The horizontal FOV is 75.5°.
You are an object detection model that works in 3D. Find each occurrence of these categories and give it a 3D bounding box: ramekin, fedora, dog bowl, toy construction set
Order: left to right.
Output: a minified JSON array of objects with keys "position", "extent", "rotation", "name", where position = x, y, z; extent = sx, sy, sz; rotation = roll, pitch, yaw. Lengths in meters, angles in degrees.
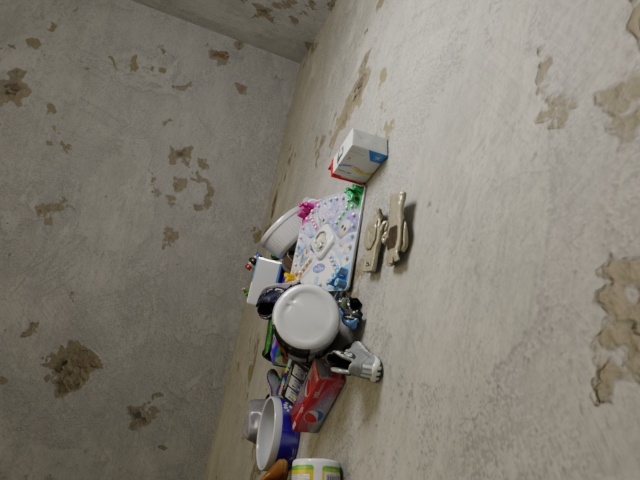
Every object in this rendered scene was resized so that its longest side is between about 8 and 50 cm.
[{"position":[-0.288,0.841,1.913],"extent":[0.276,0.124,0.244],"rotation":[-105,33,-59],"name":"fedora"},{"position":[-0.293,0.238,2.336],"extent":[0.237,0.257,0.309],"rotation":[59,-137,-45],"name":"toy construction set"},{"position":[-0.168,0.758,1.623],"extent":[0.265,0.104,0.265],"rotation":[-166,90,-74],"name":"dog bowl"},{"position":[-0.146,-0.029,1.967],"extent":[0.273,0.127,0.273],"rotation":[-44,-7,-7],"name":"ramekin"}]

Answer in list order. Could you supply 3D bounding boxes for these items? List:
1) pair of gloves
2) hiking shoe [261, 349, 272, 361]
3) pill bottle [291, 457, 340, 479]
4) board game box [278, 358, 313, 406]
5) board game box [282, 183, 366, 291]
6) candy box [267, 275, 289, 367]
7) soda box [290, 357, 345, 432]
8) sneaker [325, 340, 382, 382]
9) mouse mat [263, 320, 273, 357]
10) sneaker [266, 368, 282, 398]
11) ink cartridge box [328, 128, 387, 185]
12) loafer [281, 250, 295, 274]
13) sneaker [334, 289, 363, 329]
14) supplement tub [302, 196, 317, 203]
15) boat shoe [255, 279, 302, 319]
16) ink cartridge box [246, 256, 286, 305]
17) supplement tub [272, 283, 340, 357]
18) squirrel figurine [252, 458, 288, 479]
[{"position":[0.189,-0.015,1.188],"extent":[0.240,0.042,0.204],"rotation":[142,135,-67],"name":"pair of gloves"},{"position":[-0.224,0.525,1.974],"extent":[0.227,0.114,0.086],"rotation":[-175,99,-73],"name":"hiking shoe"},{"position":[-0.016,0.721,1.094],"extent":[0.136,0.136,0.246],"rotation":[126,153,-51],"name":"pill bottle"},{"position":[-0.070,0.512,1.481],"extent":[0.141,0.048,0.171],"rotation":[26,105,36],"name":"board game box"},{"position":[0.000,0.000,1.570],"extent":[0.389,0.050,0.391],"rotation":[-12,63,54],"name":"board game box"},{"position":[-0.130,0.348,1.802],"extent":[0.268,0.122,0.318],"rotation":[-137,61,-73],"name":"candy box"},{"position":[-0.013,0.506,1.337],"extent":[0.083,0.092,0.264],"rotation":[-106,33,-57],"name":"soda box"},{"position":[0.068,0.323,1.149],"extent":[0.228,0.132,0.086],"rotation":[170,113,-72],"name":"sneaker"},{"position":[-0.229,0.417,1.856],"extent":[0.153,0.007,0.190],"rotation":[124,154,-55],"name":"mouse mat"},{"position":[-0.181,0.646,1.849],"extent":[0.098,0.083,0.224],"rotation":[-49,29,15],"name":"sneaker"},{"position":[0.123,-0.273,1.448],"extent":[0.231,0.134,0.078],"rotation":[128,150,-56],"name":"ink cartridge box"},{"position":[-0.059,0.117,1.776],"extent":[0.130,0.133,0.366],"rotation":[-66,28,10],"name":"loafer"},{"position":[0.094,0.209,1.304],"extent":[0.078,0.067,0.188],"rotation":[-51,20,8],"name":"sneaker"},{"position":[-0.048,-0.177,2.043],"extent":[0.107,0.070,0.071],"rotation":[-138,63,-73],"name":"supplement tub"},{"position":[-0.200,0.241,1.600],"extent":[0.340,0.158,0.127],"rotation":[-30,85,53],"name":"boat shoe"},{"position":[-0.232,0.213,2.031],"extent":[0.307,0.128,0.223],"rotation":[39,-117,-79],"name":"ink cartridge box"},{"position":[-0.049,0.284,1.352],"extent":[0.338,0.206,0.207],"rotation":[98,179,-67],"name":"supplement tub"},{"position":[-0.188,1.008,1.330],"extent":[0.370,0.280,0.398],"rotation":[-147,57,-62],"name":"squirrel figurine"}]
